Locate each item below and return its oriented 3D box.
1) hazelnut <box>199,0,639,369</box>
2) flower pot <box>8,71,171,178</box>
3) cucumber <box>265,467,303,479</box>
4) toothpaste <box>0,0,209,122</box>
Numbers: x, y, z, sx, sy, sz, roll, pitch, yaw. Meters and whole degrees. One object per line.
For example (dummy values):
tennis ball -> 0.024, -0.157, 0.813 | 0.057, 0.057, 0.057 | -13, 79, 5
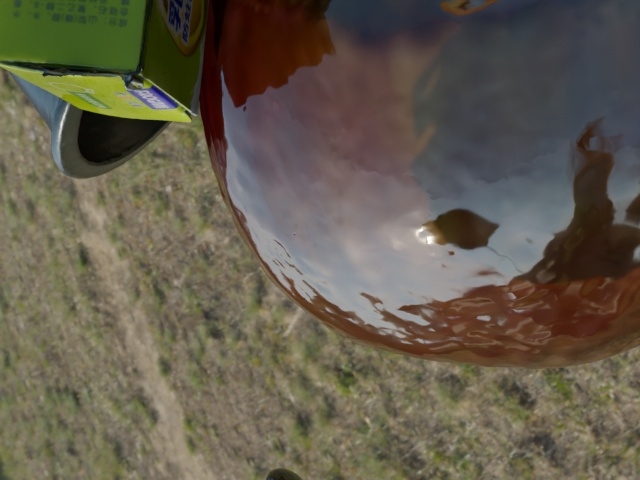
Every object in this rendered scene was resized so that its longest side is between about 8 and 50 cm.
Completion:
hazelnut -> 0.120, -0.099, 0.526 | 0.352, 0.421, 0.420 | -93, 8, -59
flower pot -> -0.185, -0.184, 0.635 | 0.148, 0.235, 0.235 | 38, 138, 5
cucumber -> -0.049, 0.434, 1.324 | 0.056, 0.056, 0.284 | 51, 171, 26
toothpaste -> -0.098, -0.234, 0.407 | 0.110, 0.077, 0.327 | 23, -107, -86
